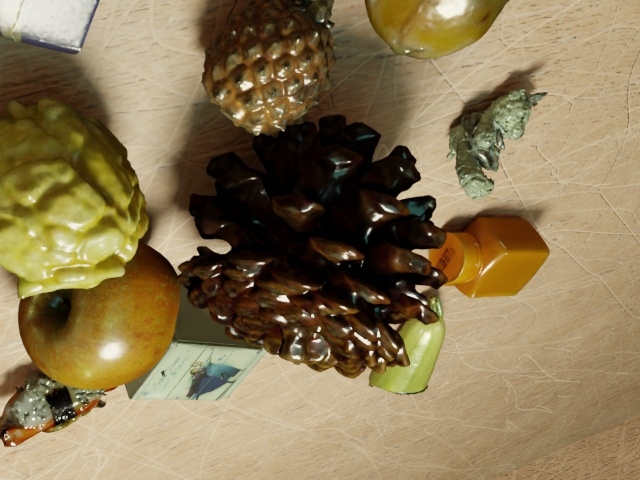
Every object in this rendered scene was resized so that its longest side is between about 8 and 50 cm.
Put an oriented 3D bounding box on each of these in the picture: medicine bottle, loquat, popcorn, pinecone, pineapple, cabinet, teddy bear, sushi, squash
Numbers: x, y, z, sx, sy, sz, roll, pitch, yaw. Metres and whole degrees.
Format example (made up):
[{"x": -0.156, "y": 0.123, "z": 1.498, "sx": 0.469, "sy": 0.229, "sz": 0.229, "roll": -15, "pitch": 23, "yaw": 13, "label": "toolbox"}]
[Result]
[{"x": 0.333, "y": 0.035, "z": 1.569, "sx": 0.222, "sy": 0.112, "sz": 0.149, "roll": 1, "pitch": 134, "yaw": -35, "label": "medicine bottle"}, {"x": 0.153, "y": -0.328, "z": 0.961, "sx": 0.179, "sy": 0.179, "sz": 0.227, "roll": -1, "pitch": 152, "yaw": -33, "label": "loquat"}, {"x": -0.327, "y": -0.045, "z": 0.925, "sx": 0.225, "sy": 0.249, "sz": 0.249, "roll": -31, "pitch": 144, "yaw": -6, "label": "popcorn"}, {"x": 0.000, "y": 0.000, "z": 1.117, "sx": 0.397, "sy": 0.398, "sz": 0.398, "roll": -19, "pitch": 142, "yaw": -15, "label": "pinecone"}, {"x": -0.050, "y": -0.229, "z": 0.967, "sx": 0.193, "sy": 0.166, "sz": 0.166, "roll": -44, "pitch": 141, "yaw": 19, "label": "pineapple"}, {"x": -0.222, "y": 0.175, "z": 1.326, "sx": 0.206, "sy": 0.150, "sz": 0.145, "roll": 12, "pitch": 126, "yaw": -43, "label": "cabinet"}, {"x": 0.279, "y": -0.178, "z": 1.309, "sx": 0.213, "sy": 0.111, "sz": 0.133, "roll": -58, "pitch": 163, "yaw": -2, "label": "teddy bear"}, {"x": -0.448, "y": 0.264, "z": 1.323, "sx": 0.226, "sy": 0.097, "sz": 0.103, "roll": -20, "pitch": 151, "yaw": -38, "label": "sushi"}, {"x": 0.227, "y": 0.238, "z": 1.729, "sx": 0.137, "sy": 0.137, "sz": 0.288, "roll": 1, "pitch": 131, "yaw": -35, "label": "squash"}]

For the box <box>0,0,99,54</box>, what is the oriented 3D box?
[{"x": -0.340, "y": -0.291, "z": 0.762, "sx": 0.259, "sy": 0.071, "sz": 0.168, "roll": 6, "pitch": 131, "yaw": -37, "label": "box"}]

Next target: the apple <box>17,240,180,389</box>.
[{"x": -0.313, "y": 0.103, "z": 1.131, "sx": 0.237, "sy": 0.237, "sz": 0.207, "roll": -43, "pitch": 153, "yaw": 17, "label": "apple"}]
